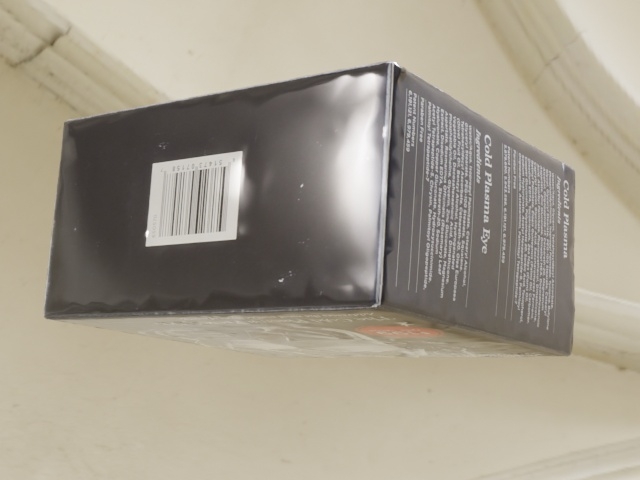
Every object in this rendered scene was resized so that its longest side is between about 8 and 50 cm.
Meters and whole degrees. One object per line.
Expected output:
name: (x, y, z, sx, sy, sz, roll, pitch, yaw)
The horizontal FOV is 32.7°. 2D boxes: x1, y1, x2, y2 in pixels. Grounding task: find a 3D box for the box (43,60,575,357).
box: (0.000, 0.000, 0.940, 0.313, 0.343, 0.178, 16, -106, -52)
